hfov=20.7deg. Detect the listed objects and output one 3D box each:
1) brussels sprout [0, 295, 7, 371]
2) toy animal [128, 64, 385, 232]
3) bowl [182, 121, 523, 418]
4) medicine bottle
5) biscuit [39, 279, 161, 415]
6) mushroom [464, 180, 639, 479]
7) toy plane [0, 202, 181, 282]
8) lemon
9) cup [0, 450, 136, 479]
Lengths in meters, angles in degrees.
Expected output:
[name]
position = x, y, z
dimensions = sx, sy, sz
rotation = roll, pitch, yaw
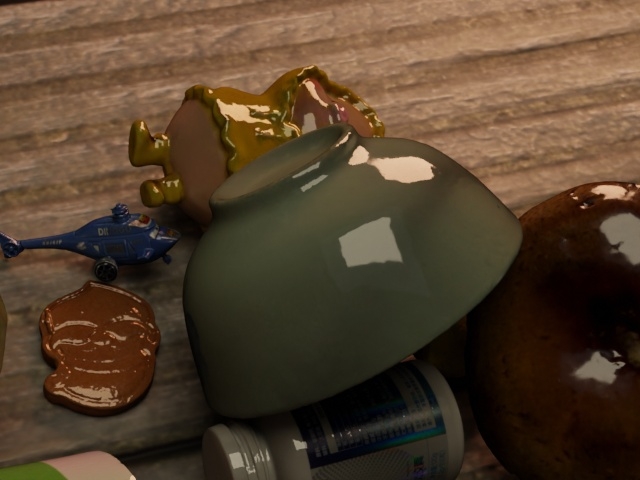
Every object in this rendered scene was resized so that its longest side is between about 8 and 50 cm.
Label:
[brussels sprout]
position = -0.361, 0.056, 1.335
dimensions = 0.244, 0.244, 0.244
rotation = 6, 51, -7
[toy animal]
position = -0.056, -0.072, 1.547
dimensions = 0.230, 0.156, 0.156
rotation = -3, 52, -28
[bowl]
position = 0.000, 0.000, 1.382
dimensions = 0.289, 0.289, 0.146
rotation = -41, 108, -35
[medicine bottle]
position = 0.009, 0.164, 1.382
dimensions = 0.191, 0.107, 0.107
rotation = -12, 56, -21
[biscuit]
position = -0.184, 0.088, 1.459
dimensions = 0.102, 0.019, 0.130
rotation = 5, 50, -10
[mushroom]
position = 0.247, 0.106, 1.439
dimensions = 0.267, 0.254, 0.267
rotation = -5, 63, 10
[toy plane]
position = -0.202, -0.002, 1.497
dimensions = 0.167, 0.062, 0.054
rotation = -3, 30, 4
[lemon]
position = 0.117, 0.073, 1.496
dimensions = 0.082, 0.082, 0.111
rotation = 38, 60, 18
[cup]
position = -0.248, 0.262, 1.174
dimensions = 0.274, 0.253, 0.253
rotation = -15, 56, -30
